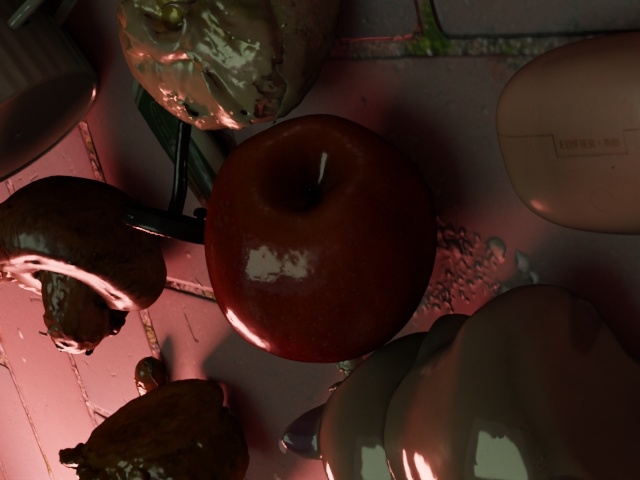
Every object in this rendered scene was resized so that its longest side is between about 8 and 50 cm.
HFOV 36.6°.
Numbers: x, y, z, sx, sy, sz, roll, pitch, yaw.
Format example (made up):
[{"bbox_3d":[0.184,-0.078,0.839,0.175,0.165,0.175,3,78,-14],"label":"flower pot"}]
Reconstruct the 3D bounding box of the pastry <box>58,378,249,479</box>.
[{"bbox_3d":[-0.221,0.305,1.357,0.240,0.235,0.132,2,120,60],"label":"pastry"}]

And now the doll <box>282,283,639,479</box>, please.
[{"bbox_3d":[0.145,0.169,0.854,0.215,0.226,0.370,35,159,-18],"label":"doll"}]

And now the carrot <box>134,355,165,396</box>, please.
[{"bbox_3d":[-0.266,0.277,1.557,0.049,0.049,0.254,33,140,33],"label":"carrot"}]

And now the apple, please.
[{"bbox_3d":[0.000,0.000,0.893,0.218,0.218,0.201,39,161,26],"label":"apple"}]

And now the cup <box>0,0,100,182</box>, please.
[{"bbox_3d":[-0.486,-0.301,1.205,0.392,0.310,0.401,51,145,4],"label":"cup"}]

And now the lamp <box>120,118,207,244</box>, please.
[{"bbox_3d":[-0.166,-0.167,1.018,0.130,0.108,0.371,18,115,37],"label":"lamp"}]

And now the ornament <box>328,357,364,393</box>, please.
[{"bbox_3d":[0.040,0.167,1.110,0.068,0.041,0.092,23,130,36],"label":"ornament"}]

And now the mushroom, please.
[{"bbox_3d":[-0.337,0.028,1.332,0.263,0.195,0.283,11,135,2],"label":"mushroom"}]

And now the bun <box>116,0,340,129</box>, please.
[{"bbox_3d":[-0.098,-0.210,0.895,0.239,0.141,0.239,11,111,30],"label":"bun"}]

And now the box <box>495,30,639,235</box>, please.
[{"bbox_3d":[0.217,-0.075,0.691,0.200,0.088,0.146,1,114,49],"label":"box"}]

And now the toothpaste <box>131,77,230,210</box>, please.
[{"bbox_3d":[-0.107,-0.049,1.125,0.392,0.061,0.099,55,145,11],"label":"toothpaste"}]
